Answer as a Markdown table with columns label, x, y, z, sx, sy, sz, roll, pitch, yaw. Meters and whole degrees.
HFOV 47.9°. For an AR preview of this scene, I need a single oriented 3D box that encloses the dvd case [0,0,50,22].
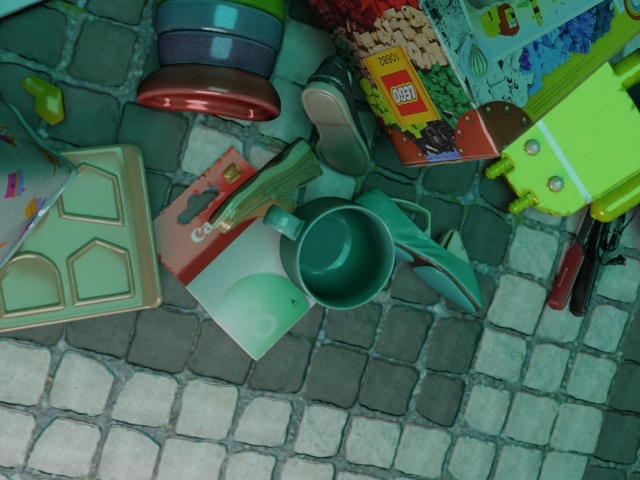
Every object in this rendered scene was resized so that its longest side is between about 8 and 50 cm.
| label | x | y | z | sx | sy | sz | roll | pitch | yaw |
| --- | --- | --- | --- | --- | --- | --- | --- | --- | --- |
| dvd case | -0.400 | -0.345 | 0.835 | 0.239 | 0.029 | 0.179 | -27 | 103 | -10 |

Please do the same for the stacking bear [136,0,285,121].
| label | x | y | z | sx | sy | sz | roll | pitch | yaw |
| --- | --- | --- | --- | --- | --- | --- | --- | --- | --- |
| stacking bear | -0.115 | -0.303 | 0.859 | 0.175 | 0.164 | 0.289 | 5 | 90 | -16 |

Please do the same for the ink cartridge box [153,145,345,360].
| label | x | y | z | sx | sy | sz | roll | pitch | yaw |
| --- | --- | --- | --- | --- | --- | --- | --- | --- | --- |
| ink cartridge box | -0.098 | 0.016 | 0.949 | 0.181 | 0.056 | 0.224 | -45 | 107 | -7 |

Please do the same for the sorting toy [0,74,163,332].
| label | x | y | z | sx | sy | sz | roll | pitch | yaw |
| --- | --- | --- | --- | --- | --- | --- | --- | --- | --- |
| sorting toy | -0.328 | -0.051 | 0.887 | 0.229 | 0.041 | 0.307 | -8 | 98 | -10 |

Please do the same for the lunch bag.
| label | x | y | z | sx | sy | sz | roll | pitch | yaw |
| --- | --- | --- | --- | --- | --- | --- | --- | --- | --- |
| lunch bag | -0.421 | -0.024 | 0.741 | 0.262 | 0.223 | 0.160 | -45 | 86 | 12 |

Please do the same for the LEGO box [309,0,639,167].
| label | x | y | z | sx | sy | sz | roll | pitch | yaw |
| --- | --- | --- | --- | --- | --- | --- | --- | --- | --- |
| LEGO box | 0.226 | -0.381 | 0.856 | 0.500 | 0.193 | 0.372 | -40 | 109 | -21 |

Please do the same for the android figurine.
| label | x | y | z | sx | sy | sz | roll | pitch | yaw |
| --- | --- | --- | --- | --- | --- | --- | --- | --- | --- |
| android figurine | 0.366 | -0.143 | 1.022 | 0.273 | 0.056 | 0.248 | -32 | 97 | 6 |

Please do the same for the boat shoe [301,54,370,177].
| label | x | y | z | sx | sy | sz | roll | pitch | yaw |
| --- | --- | --- | --- | --- | --- | --- | --- | --- | --- |
| boat shoe | 0.029 | -0.150 | 0.909 | 0.075 | 0.206 | 0.065 | 12 | 68 | 19 |

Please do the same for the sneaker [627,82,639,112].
| label | x | y | z | sx | sy | sz | roll | pitch | yaw |
| --- | --- | --- | --- | --- | --- | --- | --- | --- | --- |
| sneaker | 0.541 | -0.092 | 1.099 | 0.131 | 0.112 | 0.319 | -19 | 89 | -55 |

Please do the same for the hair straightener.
| label | x | y | z | sx | sy | sz | roll | pitch | yaw |
| --- | --- | --- | --- | --- | --- | --- | --- | --- | --- |
| hair straightener | 0.424 | 0.008 | 1.100 | 0.089 | 0.047 | 0.230 | 19 | 87 | -17 |

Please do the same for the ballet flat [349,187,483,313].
| label | x | y | z | sx | sy | sz | roll | pitch | yaw |
| --- | --- | --- | --- | --- | --- | --- | --- | --- | --- |
| ballet flat | 0.148 | 0.007 | 1.001 | 0.247 | 0.083 | 0.087 | 34 | 78 | -17 |

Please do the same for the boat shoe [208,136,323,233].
| label | x | y | z | sx | sy | sz | roll | pitch | yaw |
| --- | --- | --- | --- | --- | --- | --- | --- | --- | --- |
| boat shoe | -0.058 | -0.058 | 0.905 | 0.072 | 0.068 | 0.190 | 51 | 54 | -8 |

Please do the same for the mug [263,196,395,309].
| label | x | y | z | sx | sy | sz | roll | pitch | yaw |
| --- | --- | --- | --- | --- | --- | --- | --- | --- | --- |
| mug | 0.009 | -0.001 | 0.892 | 0.129 | 0.097 | 0.158 | -30 | 112 | -13 |
